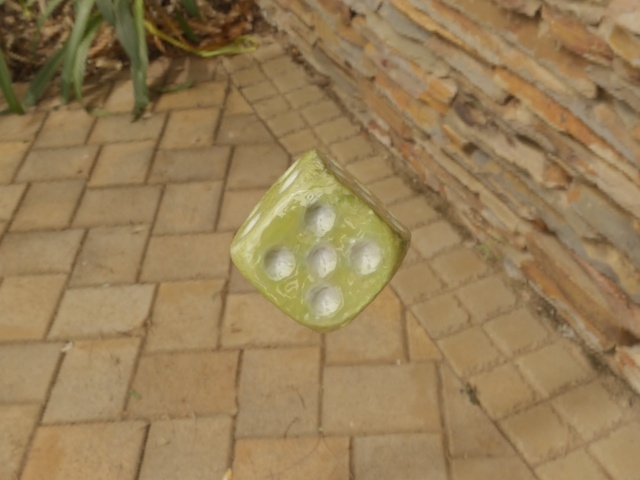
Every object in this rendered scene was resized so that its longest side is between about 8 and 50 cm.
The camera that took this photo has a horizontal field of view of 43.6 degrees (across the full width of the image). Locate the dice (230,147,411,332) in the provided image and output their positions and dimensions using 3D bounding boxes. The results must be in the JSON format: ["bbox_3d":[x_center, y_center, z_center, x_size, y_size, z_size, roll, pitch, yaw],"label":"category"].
[{"bbox_3d":[0.000,0.000,1.009,0.169,0.169,0.166,-48,12,11],"label":"dice"}]
